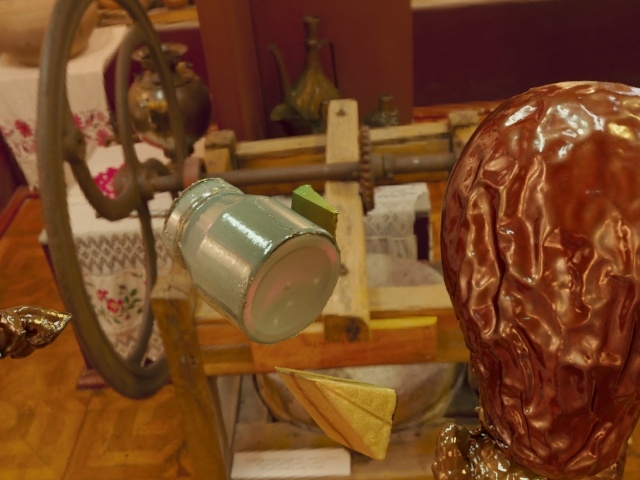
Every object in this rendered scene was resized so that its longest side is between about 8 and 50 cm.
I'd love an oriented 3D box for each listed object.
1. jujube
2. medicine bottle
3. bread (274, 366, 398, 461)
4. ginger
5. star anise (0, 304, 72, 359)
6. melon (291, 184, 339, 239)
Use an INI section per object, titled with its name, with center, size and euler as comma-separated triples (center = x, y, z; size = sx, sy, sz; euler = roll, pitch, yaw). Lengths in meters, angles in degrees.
[jujube]
center = 0.153, 0.021, 0.452
size = 0.168, 0.236, 0.168
euler = 5, -1, 0
[medicine bottle]
center = -0.142, 0.024, 1.390
size = 0.245, 0.245, 0.290
euler = -30, 48, -31
[bread]
center = 0.020, 0.384, 1.624
size = 0.264, 0.163, 0.168
euler = 17, -9, -35
[ginger]
center = 0.342, 0.341, 1.162
size = 0.274, 0.152, 0.357
euler = 37, 95, 27
[star anise]
center = -0.311, 0.094, 0.666
size = 0.168, 0.057, 0.168
euler = -27, -4, -2
[melon]
center = 0.000, 0.001, 1.612
size = 0.114, 0.261, 0.053
euler = 6, 31, 24
